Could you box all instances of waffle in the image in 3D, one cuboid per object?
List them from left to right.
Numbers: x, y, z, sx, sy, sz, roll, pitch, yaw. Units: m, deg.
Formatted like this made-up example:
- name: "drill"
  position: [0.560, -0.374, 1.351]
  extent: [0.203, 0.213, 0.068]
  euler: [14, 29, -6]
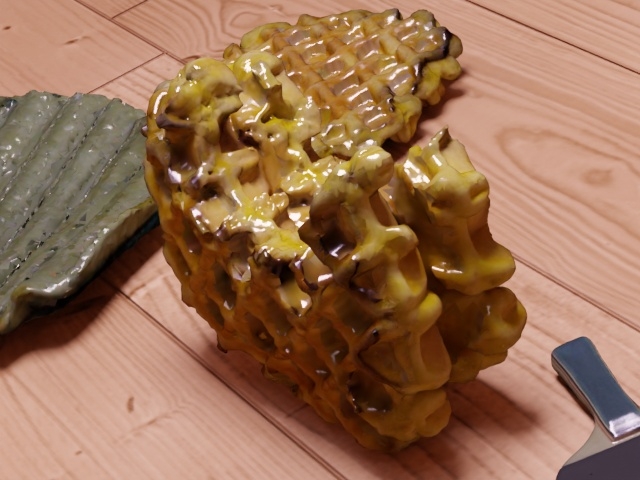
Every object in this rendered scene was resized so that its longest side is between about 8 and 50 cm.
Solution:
- name: "waffle"
  position: [-0.013, -0.139, 1.838]
  extent: [0.281, 0.058, 0.301]
  euler: [-37, 35, -29]
- name: "waffle"
  position: [0.000, 0.000, 1.427]
  extent: [0.151, 0.261, 0.324]
  euler: [-25, 35, -26]

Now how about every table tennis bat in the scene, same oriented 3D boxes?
- name: "table tennis bat"
  position: [0.223, 0.148, 1.317]
  extent: [0.154, 0.021, 0.274]
  euler: [-21, 34, -6]

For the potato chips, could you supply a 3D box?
- name: "potato chips"
  position: [-0.295, -0.025, 1.790]
  extent: [0.358, 0.070, 0.429]
  euler: [-3, 35, 26]
